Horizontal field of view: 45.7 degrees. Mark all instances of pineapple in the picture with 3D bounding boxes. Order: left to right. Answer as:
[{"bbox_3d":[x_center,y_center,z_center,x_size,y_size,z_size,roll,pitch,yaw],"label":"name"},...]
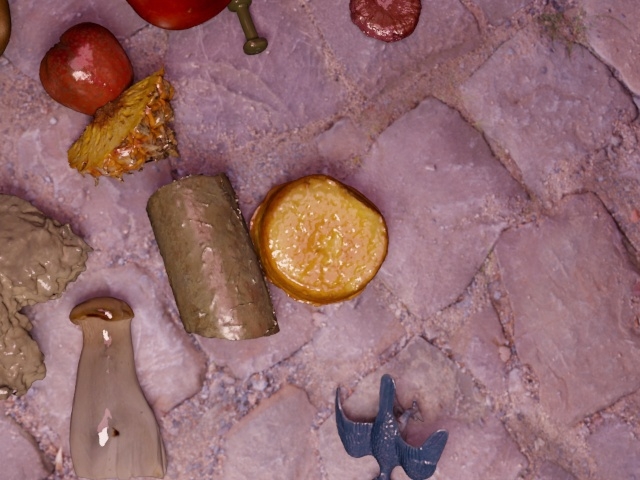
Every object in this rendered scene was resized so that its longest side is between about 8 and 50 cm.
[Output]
[{"bbox_3d":[-0.325,-0.161,1.362,0.250,0.164,0.139,-32,42,10],"label":"pineapple"}]

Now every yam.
[{"bbox_3d":[-0.192,0.043,1.350,0.168,0.168,0.304,-17,84,-11],"label":"yam"}]

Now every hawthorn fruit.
[{"bbox_3d":[-0.402,-0.293,1.392,0.203,0.163,0.162,41,77,-20],"label":"hawthorn fruit"}]

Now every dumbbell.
[{"bbox_3d":[-0.144,-0.425,1.493,0.052,0.046,0.117,-18,84,-17],"label":"dumbbell"}]

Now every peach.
[{"bbox_3d":[-0.268,-0.512,1.405,0.244,0.199,0.243,-3,80,18],"label":"peach"}]

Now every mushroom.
[{"bbox_3d":[-0.362,0.263,1.327,0.159,0.122,0.328,1,80,-46],"label":"mushroom"}]

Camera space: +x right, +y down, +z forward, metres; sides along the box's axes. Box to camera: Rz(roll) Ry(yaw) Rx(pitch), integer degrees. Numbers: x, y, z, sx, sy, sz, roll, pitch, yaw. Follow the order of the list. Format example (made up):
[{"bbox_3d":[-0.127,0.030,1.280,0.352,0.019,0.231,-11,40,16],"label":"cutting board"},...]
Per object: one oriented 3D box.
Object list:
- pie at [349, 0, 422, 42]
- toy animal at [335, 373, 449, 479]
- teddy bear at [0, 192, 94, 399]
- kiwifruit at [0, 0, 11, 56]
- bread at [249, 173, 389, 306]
[{"bbox_3d":[0.133,-0.476,1.549,0.154,0.038,0.153,1,81,-7],"label":"pie"},{"bbox_3d":[0.125,0.360,1.360,0.176,0.239,0.255,-52,137,-39],"label":"toy animal"},{"bbox_3d":[-0.567,0.096,1.289,0.368,0.224,0.357,-32,86,-27],"label":"teddy bear"},{"bbox_3d":[-0.648,-0.408,1.337,0.196,0.196,0.233,-21,86,-12],"label":"kiwifruit"},{"bbox_3d":[0.000,0.000,1.401,0.269,0.146,0.268,1,84,-7],"label":"bread"}]
